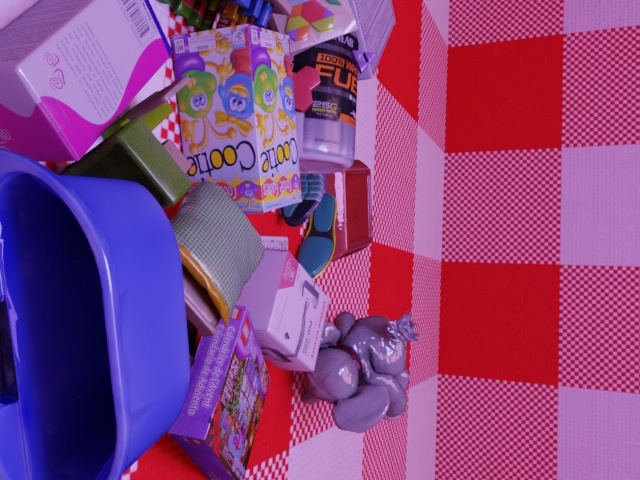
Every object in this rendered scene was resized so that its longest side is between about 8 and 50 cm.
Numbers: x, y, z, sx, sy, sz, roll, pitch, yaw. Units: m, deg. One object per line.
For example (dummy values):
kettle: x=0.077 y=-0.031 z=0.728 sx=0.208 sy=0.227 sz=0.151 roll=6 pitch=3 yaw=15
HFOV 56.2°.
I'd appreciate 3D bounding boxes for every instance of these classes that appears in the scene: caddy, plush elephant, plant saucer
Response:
caddy: x=-0.263 y=0.087 z=0.553 sx=0.179 sy=0.241 sz=0.342 roll=-26 pitch=114 yaw=-69
plush elephant: x=0.061 y=0.288 z=1.330 sx=0.272 sy=0.255 sz=0.330 roll=58 pitch=-26 yaw=21
plant saucer: x=0.083 y=-0.086 z=1.585 sx=0.258 sy=0.047 sz=0.259 roll=-17 pitch=105 yaw=-66

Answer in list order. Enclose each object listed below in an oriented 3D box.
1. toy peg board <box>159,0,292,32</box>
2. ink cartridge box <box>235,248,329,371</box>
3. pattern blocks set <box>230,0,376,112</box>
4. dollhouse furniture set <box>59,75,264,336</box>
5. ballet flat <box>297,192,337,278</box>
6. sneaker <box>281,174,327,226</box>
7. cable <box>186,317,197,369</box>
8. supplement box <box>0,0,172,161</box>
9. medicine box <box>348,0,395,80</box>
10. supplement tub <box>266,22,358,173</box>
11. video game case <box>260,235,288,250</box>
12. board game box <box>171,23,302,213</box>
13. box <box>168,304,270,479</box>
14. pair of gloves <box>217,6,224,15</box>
toy peg board: x=-0.154 y=-0.365 z=0.909 sx=0.161 sy=0.160 sz=0.079 roll=20 pitch=88 yaw=-65
ink cartridge box: x=-0.072 y=0.134 z=1.113 sx=0.218 sy=0.092 sz=0.159 roll=56 pitch=42 yaw=-55
pattern blocks set: x=-0.031 y=-0.418 z=1.042 sx=0.325 sy=0.285 sz=0.026 roll=54 pitch=-5 yaw=1
dollhouse furniture set: x=-0.153 y=-0.042 z=0.792 sx=0.302 sy=0.151 sz=0.198 roll=54 pitch=40 yaw=-23
ballet flat: x=0.000 y=0.000 z=1.370 sx=0.077 sy=0.077 sz=0.231 roll=84 pitch=16 yaw=-59
sneaker: x=-0.020 y=-0.099 z=1.307 sx=0.098 sy=0.083 sz=0.224 roll=71 pitch=29 yaw=-47
cable: x=-0.194 y=0.150 z=0.916 sx=0.139 sy=0.072 sz=0.287 roll=62 pitch=38 yaw=-52
supplement box: x=-0.278 y=-0.196 z=0.667 sx=0.220 sy=0.113 sz=0.111 roll=-69 pitch=150 yaw=-41
medicine box: x=0.051 y=-0.555 z=1.368 sx=0.289 sy=0.149 sz=0.264 roll=68 pitch=32 yaw=-41
supplement tub: x=-0.025 y=-0.296 z=1.145 sx=0.193 sy=0.193 sz=0.316 roll=8 pitch=82 yaw=-66
video game case: x=-0.122 y=0.093 z=1.140 sx=0.227 sy=0.026 sz=0.207 roll=2 pitch=89 yaw=-67
board game box: x=-0.130 y=-0.189 z=0.970 sx=0.144 sy=0.142 sz=0.276 roll=-25 pitch=113 yaw=-64
box: x=-0.146 y=0.254 z=0.950 sx=0.293 sy=0.057 sz=0.201 roll=85 pitch=16 yaw=-56
pair of gloves: x=-0.140 y=-0.416 z=1.019 sx=0.010 sy=0.083 sz=0.074 roll=113 pitch=-29 yaw=-88
